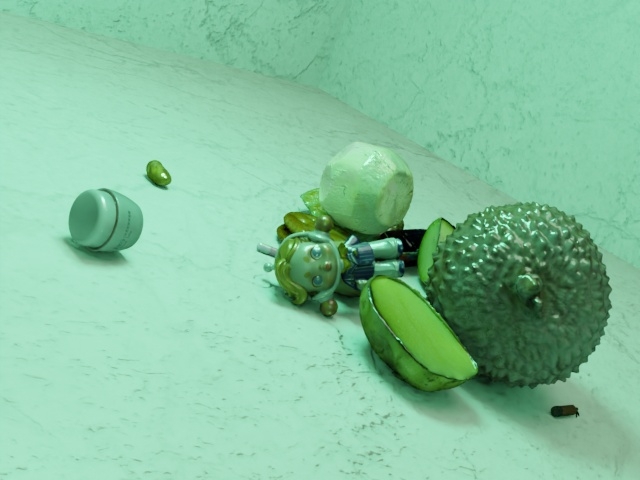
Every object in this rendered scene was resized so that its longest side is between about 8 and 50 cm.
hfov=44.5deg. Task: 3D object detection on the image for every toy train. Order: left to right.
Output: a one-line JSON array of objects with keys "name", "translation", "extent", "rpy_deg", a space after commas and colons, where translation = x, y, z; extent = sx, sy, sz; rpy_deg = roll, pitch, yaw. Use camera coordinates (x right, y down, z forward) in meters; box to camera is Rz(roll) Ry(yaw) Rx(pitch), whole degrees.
[{"name": "toy train", "translation": [0.276, 0.022, 2.143], "extent": [0.409, 0.089, 0.086], "rpy_deg": [-3, 57, -53]}]

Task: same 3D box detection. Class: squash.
[{"name": "squash", "translation": [0.302, 0.055, 2.020], "extent": [0.085, 0.192, 0.184], "rpy_deg": [0, -21, 31]}]

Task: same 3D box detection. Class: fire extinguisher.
[{"name": "fire extinguisher", "translation": [0.504, 0.351, 1.600], "extent": [0.083, 0.022, 0.028], "rpy_deg": [8, 62, -41]}]

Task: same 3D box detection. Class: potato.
[{"name": "potato", "translation": [-0.397, -0.162, 1.906], "extent": [0.092, 0.046, 0.045], "rpy_deg": [48, 13, 33]}, {"name": "potato", "translation": [0.159, 0.192, 1.476], "extent": [0.160, 0.111, 0.272], "rpy_deg": [-5, 47, -43]}]

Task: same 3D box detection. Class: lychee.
[{"name": "lychee", "translation": [0.398, 0.113, 1.606], "extent": [0.380, 0.380, 0.432], "rpy_deg": [25, -4, 5]}]

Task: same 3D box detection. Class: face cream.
[{"name": "face cream", "translation": [-0.393, -0.036, 1.433], "extent": [0.117, 0.117, 0.104], "rpy_deg": [36, 13, 35]}]

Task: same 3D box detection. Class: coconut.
[{"name": "coconut", "translation": [0.109, -0.135, 1.980], "extent": [0.230, 0.227, 0.227], "rpy_deg": [22, 13, 41]}]

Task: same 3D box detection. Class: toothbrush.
[{"name": "toothbrush", "translation": [-0.011, 0.062, 1.783], "extent": [0.286, 0.020, 0.025], "rpy_deg": [21, -14, -7]}]

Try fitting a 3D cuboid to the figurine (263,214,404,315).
[{"name": "figurine", "translation": [0.032, 0.037, 1.606], "extent": [0.274, 0.194, 0.133], "rpy_deg": [-27, 9, -14]}]

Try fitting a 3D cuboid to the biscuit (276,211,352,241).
[{"name": "biscuit", "translation": [0.000, 0.000, 1.904], "extent": [0.220, 0.066, 0.220], "rpy_deg": [24, 15, -7]}]

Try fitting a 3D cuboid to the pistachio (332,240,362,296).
[{"name": "pistachio", "translation": [0.059, 0.062, 1.722], "extent": [0.184, 0.124, 0.124], "rpy_deg": [16, 19, -7]}]

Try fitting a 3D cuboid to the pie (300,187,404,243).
[{"name": "pie", "translation": [0.081, -0.067, 2.139], "extent": [0.274, 0.106, 0.257], "rpy_deg": [31, 28, 24]}]
